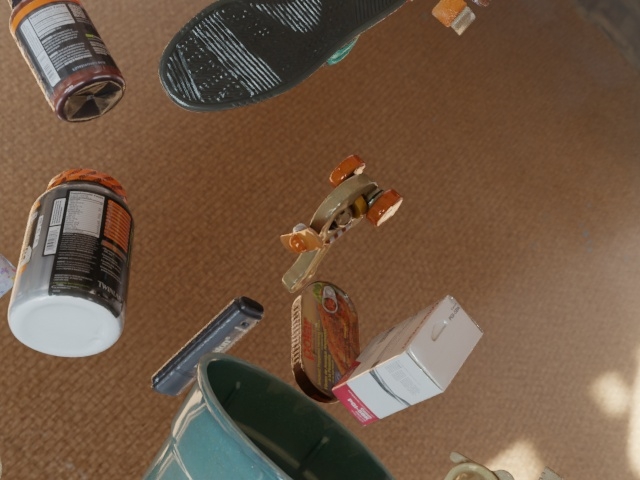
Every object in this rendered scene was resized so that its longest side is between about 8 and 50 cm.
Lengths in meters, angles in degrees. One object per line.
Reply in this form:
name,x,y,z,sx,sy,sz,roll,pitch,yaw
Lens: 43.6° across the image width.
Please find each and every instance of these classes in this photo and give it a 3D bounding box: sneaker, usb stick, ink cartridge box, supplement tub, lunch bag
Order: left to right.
lunch bag,-0.650,0.076,1.601,0.083,0.053,0.071,-47,107,-14
supplement tub,-0.351,-0.264,1.084,0.106,0.106,0.198,-21,72,-35
supplement tub,-0.264,0.019,0.866,0.117,0.117,0.190,16,44,-22
usb stick,-0.219,0.207,1.530,0.077,0.278,0.045,30,27,-37
sneaker,-0.044,-0.225,0.849,0.295,0.178,0.124,-31,100,-12
ink cartridge box,0.089,0.125,0.823,0.056,0.135,0.099,49,49,-3

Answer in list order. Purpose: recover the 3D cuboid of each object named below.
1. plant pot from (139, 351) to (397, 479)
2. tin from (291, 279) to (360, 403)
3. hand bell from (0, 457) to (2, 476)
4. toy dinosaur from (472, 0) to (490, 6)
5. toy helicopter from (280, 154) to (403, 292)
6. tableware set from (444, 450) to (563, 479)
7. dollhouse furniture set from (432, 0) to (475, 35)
plant pot,-0.109,0.374,0.989,0.341,0.341,0.334,37,95,-9
tin,0.006,0.148,1.173,0.106,0.040,0.190,25,47,-31
hand bell,-0.700,0.436,1.407,0.126,0.126,0.242,55,31,4
toy dinosaur,0.098,-0.224,0.607,0.082,0.047,0.090,-79,161,-68
toy helicopter,0.000,0.000,1.663,0.140,0.355,0.235,44,43,13
tableware set,0.139,0.245,0.602,0.020,0.141,0.169,6,96,-51
dollhouse furniture set,0.196,-0.508,1.287,0.262,0.259,0.135,44,16,6
